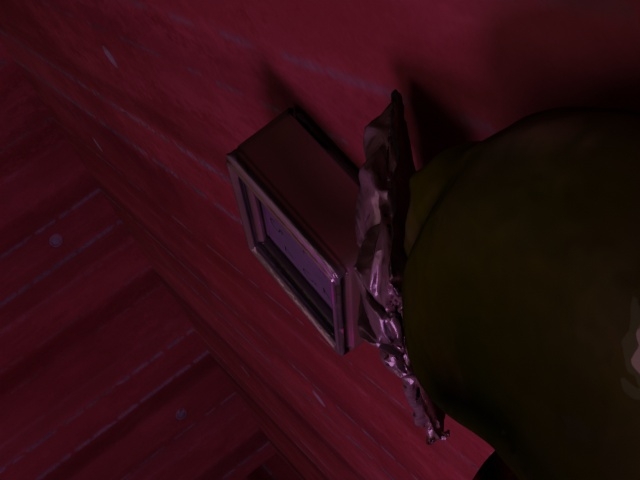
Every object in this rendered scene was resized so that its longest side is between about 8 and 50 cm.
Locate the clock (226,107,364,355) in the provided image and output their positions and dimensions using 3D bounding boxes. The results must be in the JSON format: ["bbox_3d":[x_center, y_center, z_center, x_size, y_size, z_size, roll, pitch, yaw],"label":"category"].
[{"bbox_3d":[0.000,0.000,0.844,0.147,0.071,0.192,48,166,20],"label":"clock"}]

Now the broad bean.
[{"bbox_3d":[0.135,0.054,0.421,0.291,0.119,0.238,24,139,60],"label":"broad bean"}]

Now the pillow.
[{"bbox_3d":[0.054,0.030,0.649,0.248,0.049,0.135,67,-162,-56],"label":"pillow"}]

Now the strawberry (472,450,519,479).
[{"bbox_3d":[0.207,0.228,0.666,0.306,0.138,0.233,22,-136,-65],"label":"strawberry"}]
